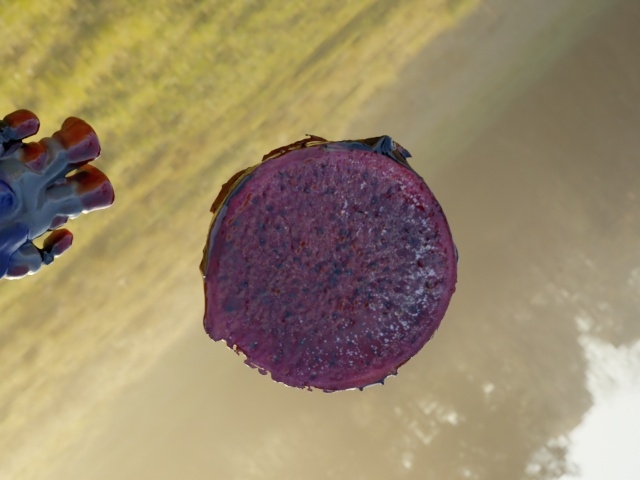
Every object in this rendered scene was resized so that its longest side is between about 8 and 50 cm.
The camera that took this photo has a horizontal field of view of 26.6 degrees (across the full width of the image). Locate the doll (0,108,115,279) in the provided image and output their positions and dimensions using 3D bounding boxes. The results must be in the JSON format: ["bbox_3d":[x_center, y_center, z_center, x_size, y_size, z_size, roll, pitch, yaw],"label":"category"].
[{"bbox_3d":[-0.183,0.003,0.610,0.195,0.062,0.104,-31,145,-26],"label":"doll"}]

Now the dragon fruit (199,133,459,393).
[{"bbox_3d":[0.000,0.000,0.800,0.153,0.153,0.111,-43,-162,3],"label":"dragon fruit"}]
